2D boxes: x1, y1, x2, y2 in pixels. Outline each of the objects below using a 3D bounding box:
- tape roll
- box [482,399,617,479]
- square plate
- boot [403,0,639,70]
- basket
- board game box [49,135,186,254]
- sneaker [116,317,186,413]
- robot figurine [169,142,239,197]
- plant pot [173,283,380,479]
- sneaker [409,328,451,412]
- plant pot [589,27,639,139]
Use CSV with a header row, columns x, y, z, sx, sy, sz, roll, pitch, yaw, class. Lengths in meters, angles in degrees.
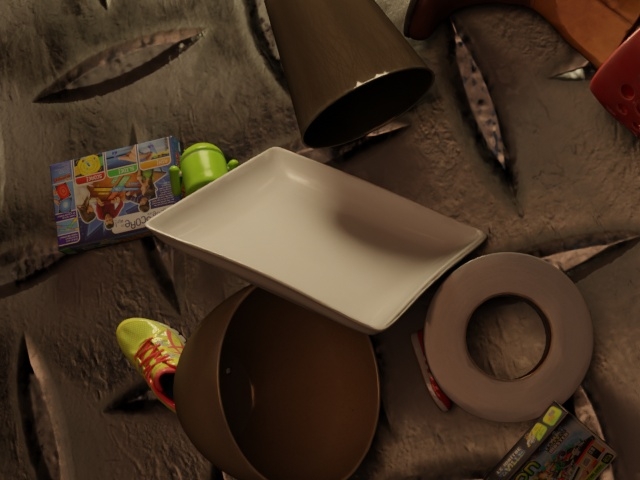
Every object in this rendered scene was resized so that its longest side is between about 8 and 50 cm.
x,y,z,sx,sy,sz,roll,pitch,yaw,class
0.242,0.127,1.841,0.219,0.072,0.219,0,85,3,tape roll
0.271,0.315,1.805,0.207,0.114,0.036,-49,30,4,box
0.000,0.000,1.859,0.347,0.344,0.049,23,120,20,square plate
0.287,-0.318,1.951,0.280,0.096,0.264,40,85,12,boot
0.019,-0.274,1.977,0.204,0.154,0.227,-29,69,8,basket
-0.298,-0.066,2.090,0.201,0.035,0.136,-11,76,15,board game box
-0.217,0.178,1.988,0.208,0.094,0.081,40,94,21,sneaker
-0.165,-0.092,2.029,0.101,0.067,0.115,-8,53,-10,robot figurine
-0.085,0.198,1.876,0.191,0.284,0.284,-14,73,46,plant pot
0.169,0.167,1.899,0.067,0.042,0.118,-25,71,15,sneaker
0.470,-0.196,1.803,0.191,0.191,0.174,-42,78,6,plant pot
